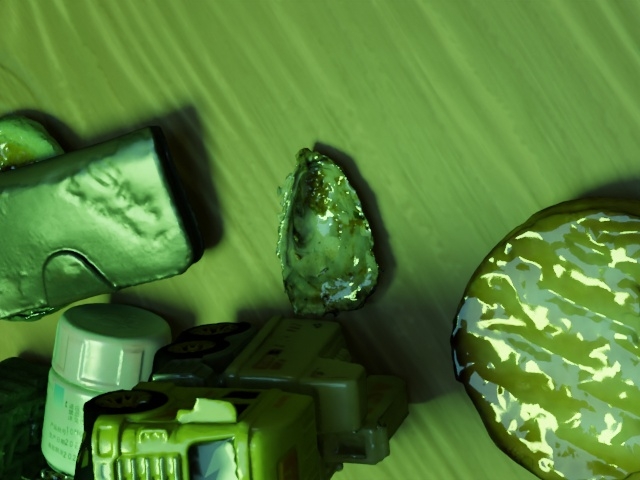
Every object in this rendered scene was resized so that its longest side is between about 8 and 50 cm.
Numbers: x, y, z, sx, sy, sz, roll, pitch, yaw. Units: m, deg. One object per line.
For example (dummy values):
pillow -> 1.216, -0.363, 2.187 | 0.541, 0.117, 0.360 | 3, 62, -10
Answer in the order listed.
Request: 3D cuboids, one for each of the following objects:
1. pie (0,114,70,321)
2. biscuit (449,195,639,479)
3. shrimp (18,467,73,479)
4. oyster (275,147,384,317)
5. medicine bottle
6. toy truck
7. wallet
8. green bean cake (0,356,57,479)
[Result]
pie -> -0.343, -0.020, 1.657 | 0.241, 0.054, 0.240 | 5, 104, 23
biscuit -> 0.274, 0.102, 1.383 | 0.296, 0.102, 0.296 | 7, 106, 25
shrimp -> -0.245, 0.319, 1.638 | 0.217, 0.051, 0.150 | 19, 125, -16
oyster -> 0.000, -0.008, 1.507 | 0.105, 0.056, 0.177 | -19, 93, 14
medicine bottle -> -0.234, 0.166, 1.602 | 0.135, 0.135, 0.168 | 16, 107, 20
toy truck -> -0.066, 0.191, 1.390 | 0.254, 0.405, 0.180 | -5, 99, 15
wallet -> -0.284, -0.011, 1.582 | 0.310, 0.042, 0.165 | -14, 101, 20
green bean cake -> -0.363, 0.241, 1.645 | 0.094, 0.185, 0.183 | 11, 104, 21
